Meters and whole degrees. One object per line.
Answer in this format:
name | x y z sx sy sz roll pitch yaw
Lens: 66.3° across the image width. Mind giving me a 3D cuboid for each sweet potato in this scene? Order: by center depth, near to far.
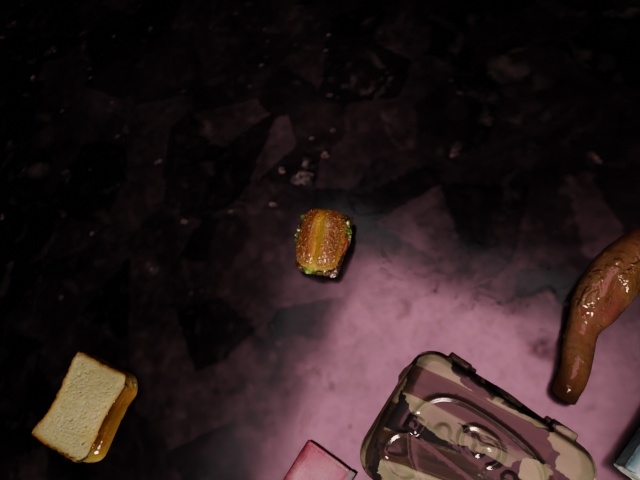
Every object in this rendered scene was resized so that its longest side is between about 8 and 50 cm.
sweet potato | 0.540 0.128 0.952 0.109 0.109 0.385 32 85 23

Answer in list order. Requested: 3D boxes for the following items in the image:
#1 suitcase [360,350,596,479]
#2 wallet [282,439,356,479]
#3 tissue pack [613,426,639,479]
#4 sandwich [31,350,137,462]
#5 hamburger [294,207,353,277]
suitcase | 0.247 0.409 0.866 0.351 0.194 0.339 31 85 24
wallet | -0.039 0.533 0.977 0.119 0.025 0.232 28 77 23
tissue pack | 0.664 0.340 0.842 0.177 0.089 0.263 34 78 22
sandwich | -0.545 0.387 1.144 0.186 0.065 0.215 16 73 19
hamburger | 0.000 0.000 1.146 0.137 0.087 0.166 10 72 18
